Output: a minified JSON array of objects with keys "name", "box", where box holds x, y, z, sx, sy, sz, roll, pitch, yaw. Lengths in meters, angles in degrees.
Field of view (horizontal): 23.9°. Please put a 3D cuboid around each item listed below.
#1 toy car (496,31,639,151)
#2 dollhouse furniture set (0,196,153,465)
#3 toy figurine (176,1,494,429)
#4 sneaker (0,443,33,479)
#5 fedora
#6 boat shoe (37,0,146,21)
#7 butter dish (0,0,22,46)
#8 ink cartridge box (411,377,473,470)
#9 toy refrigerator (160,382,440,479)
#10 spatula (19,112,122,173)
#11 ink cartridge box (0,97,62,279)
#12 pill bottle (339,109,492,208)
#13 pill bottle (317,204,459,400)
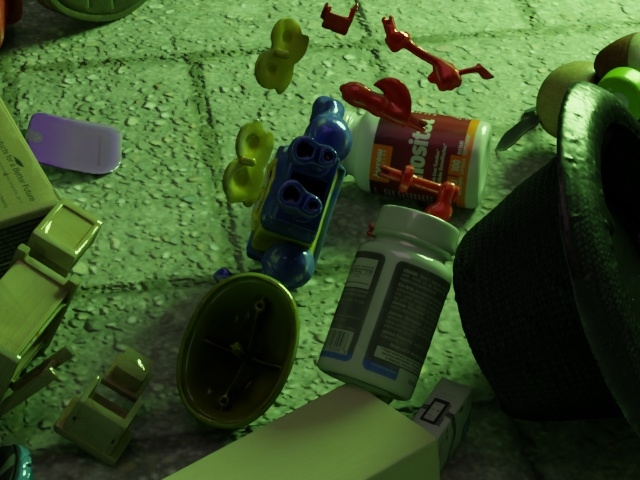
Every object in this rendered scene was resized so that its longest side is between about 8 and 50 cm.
[{"name":"toy car","box":[0.273,-0.123,1.514,0.188,0.149,0.155,-9,22,37]},{"name":"dollhouse furniture set","box":[-0.201,0.087,1.241,0.161,0.101,0.182,32,40,-1]},{"name":"toy figurine","box":[0.000,0.000,1.311,0.191,0.217,0.363,16,81,-3]},{"name":"sneaker","box":[-0.251,0.211,1.063,0.078,0.067,0.188,13,41,5]},{"name":"fedora","box":[0.200,0.037,1.199,0.152,0.334,0.334,-19,30,24]},{"name":"boat shoe","box":[-0.244,-0.335,1.775,0.104,0.111,0.307,19,30,28]},{"name":"butter dish","box":[-0.400,-0.244,1.625,0.160,0.160,0.118,-6,60,-10]},{"name":"ink cartridge box","box":[0.087,0.151,1.170,0.028,0.048,0.083,19,41,22]},{"name":"toy refrigerator","box":[-0.049,0.209,1.053,0.269,0.094,0.102,-24,35,-31]},{"name":"spatula","box":[-0.346,-0.091,1.495,0.296,0.030,0.084,-3,42,-5]},{"name":"ink cartridge box","box":[-0.358,-0.045,1.364,0.193,0.088,0.235,-18,47,-20]},{"name":"pill bottle","box":[0.084,-0.083,1.453,0.152,0.086,0.086,9,37,11]},{"name":"pill bottle","box":[0.055,0.047,1.160,0.078,0.078,0.137,17,80,20]}]
